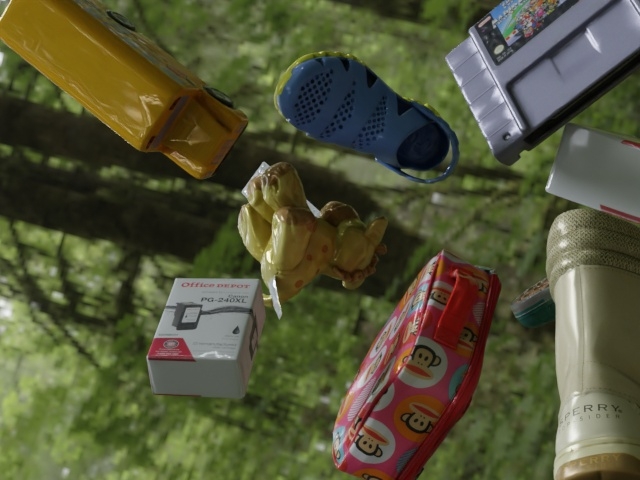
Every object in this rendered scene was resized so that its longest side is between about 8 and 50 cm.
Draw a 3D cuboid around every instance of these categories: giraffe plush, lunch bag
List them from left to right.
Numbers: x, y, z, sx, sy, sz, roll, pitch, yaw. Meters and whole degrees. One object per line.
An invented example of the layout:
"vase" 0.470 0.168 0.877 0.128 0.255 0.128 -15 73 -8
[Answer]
"giraffe plush" 0.000 0.000 1.928 0.181 0.170 0.210 147 116 -64
"lunch bag" 0.128 0.143 1.717 0.258 0.120 0.293 -61 2 33

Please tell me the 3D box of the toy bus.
"toy bus" -0.261 -0.217 1.851 0.108 0.333 0.130 -54 -11 15

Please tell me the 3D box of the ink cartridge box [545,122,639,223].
"ink cartridge box" 0.491 -0.093 2.125 0.273 0.197 0.114 -2 -69 -60

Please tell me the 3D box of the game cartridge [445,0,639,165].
"game cartridge" 0.358 -0.299 2.037 0.355 0.230 0.068 -39 -35 22

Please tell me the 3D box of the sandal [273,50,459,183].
"sandal" 0.079 -0.162 1.914 0.317 0.138 0.126 16 -70 -35

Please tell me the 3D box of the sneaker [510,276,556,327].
"sneaker" 0.409 0.073 1.859 0.108 0.302 0.121 -49 -62 -84

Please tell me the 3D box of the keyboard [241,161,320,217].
"keyboard" -0.072 -0.067 2.486 0.072 0.256 0.014 -49 -55 2

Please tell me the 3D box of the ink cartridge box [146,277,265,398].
"ink cartridge box" -0.131 0.111 1.626 0.150 0.109 0.063 -78 -15 -52

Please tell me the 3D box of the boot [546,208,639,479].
"boot" 0.224 0.113 0.951 0.262 0.095 0.203 39 -138 -46
